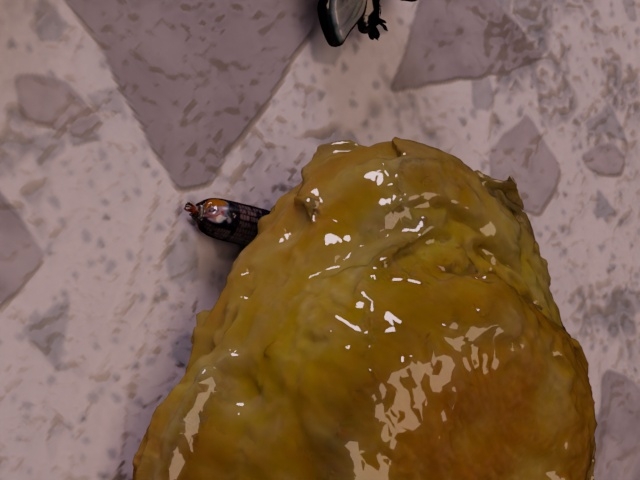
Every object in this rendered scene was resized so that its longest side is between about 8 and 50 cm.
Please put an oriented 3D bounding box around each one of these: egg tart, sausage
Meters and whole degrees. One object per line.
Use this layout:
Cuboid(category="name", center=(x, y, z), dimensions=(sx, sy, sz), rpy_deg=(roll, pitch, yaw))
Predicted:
Cuboid(category="egg tart", center=(0.061, 0.143, 0.875), dimensions=(0.339, 0.153, 0.351), rpy_deg=(48, 69, -29))
Cuboid(category="sausage", center=(0.000, 0.000, 0.922), dimensions=(0.198, 0.025, 0.028), rpy_deg=(14, 74, -37))

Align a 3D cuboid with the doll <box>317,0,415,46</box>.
Cuboid(category="doll", center=(0.005, -0.228, 0.921), dimensions=(0.091, 0.067, 0.219), rpy_deg=(-33, 107, -39))
